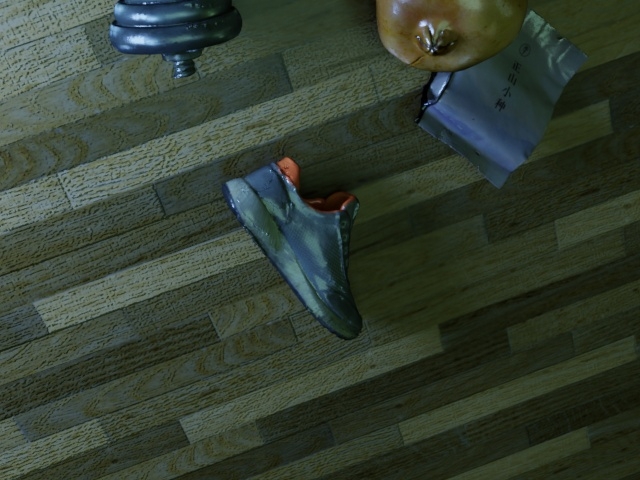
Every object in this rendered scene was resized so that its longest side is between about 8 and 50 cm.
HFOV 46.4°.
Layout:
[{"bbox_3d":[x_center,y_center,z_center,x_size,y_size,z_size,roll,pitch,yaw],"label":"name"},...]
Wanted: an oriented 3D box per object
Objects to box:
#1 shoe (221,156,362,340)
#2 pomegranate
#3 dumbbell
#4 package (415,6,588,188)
[{"bbox_3d":[0.000,0.000,1.191,0.171,0.132,0.336,-38,114,-4],"label":"shoe"},{"bbox_3d":[0.176,-0.334,1.018,0.209,0.209,0.209,-5,116,-10],"label":"pomegranate"},{"bbox_3d":[-0.203,-0.402,0.916,0.179,0.179,0.406,-10,117,-8],"label":"dumbbell"},{"bbox_3d":[0.279,-0.238,1.172,0.204,0.062,0.251,32,91,-23],"label":"package"}]
